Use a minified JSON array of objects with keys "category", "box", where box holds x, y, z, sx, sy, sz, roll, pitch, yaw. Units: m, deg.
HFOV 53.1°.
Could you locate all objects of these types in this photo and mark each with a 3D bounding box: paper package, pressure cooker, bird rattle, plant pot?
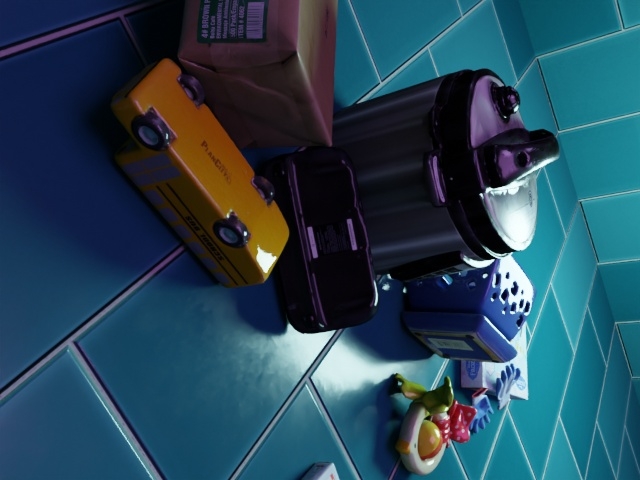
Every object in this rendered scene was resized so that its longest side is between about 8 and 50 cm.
[{"category":"paper package","box":[-0.078,-0.342,0.985,0.309,0.168,0.324,60,32,-70]},{"category":"pressure cooker","box":[0.234,-0.129,1.231,0.375,0.420,0.370,46,47,-39]},{"category":"bird rattle","box":[0.230,0.404,1.390,0.207,0.143,0.253,-58,141,-28]},{"category":"plant pot","box":[0.331,0.149,1.467,0.236,0.236,0.212,41,58,-41]}]

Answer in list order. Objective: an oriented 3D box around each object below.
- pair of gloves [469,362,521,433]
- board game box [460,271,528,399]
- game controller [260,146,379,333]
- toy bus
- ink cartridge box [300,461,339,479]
[{"category":"pair of gloves","box":[0.445,0.402,1.637,0.198,0.023,0.159,-31,134,-24]},{"category":"board game box","box":[0.484,0.265,1.775,0.319,0.066,0.318,26,62,-48]},{"category":"game controller","box":[0.000,0.000,1.112,0.166,0.067,0.319,-11,92,-9]},{"category":"toy bus","box":[-0.172,-0.083,0.911,0.332,0.130,0.108,55,44,-31]},{"category":"ink cartridge box","box":[-0.015,0.480,1.064,0.179,0.045,0.145,-34,109,-54]}]
